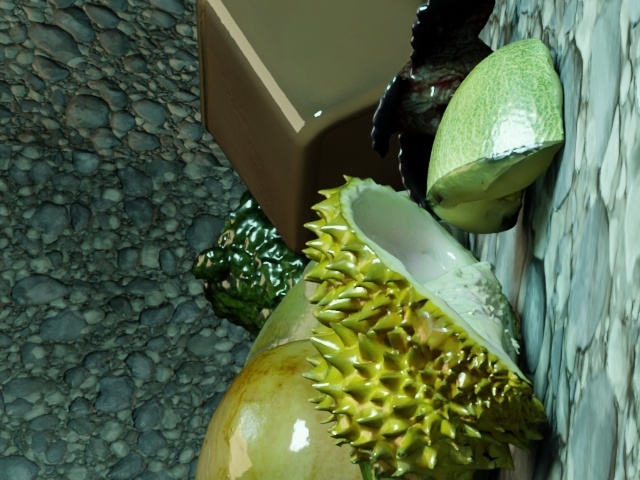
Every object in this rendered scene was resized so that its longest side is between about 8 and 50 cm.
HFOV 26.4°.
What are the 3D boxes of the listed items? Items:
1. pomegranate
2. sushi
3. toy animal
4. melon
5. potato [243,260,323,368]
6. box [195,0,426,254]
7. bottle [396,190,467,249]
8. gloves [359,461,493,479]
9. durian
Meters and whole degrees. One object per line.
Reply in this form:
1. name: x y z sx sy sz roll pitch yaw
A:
1. pomegranate: -0.005 0.230 1.302 0.252 0.229 0.270 -48 15 43
2. sushi: 0.000 0.000 1.906 0.352 0.178 0.294 -53 -20 -19
3. toy animal: 0.102 -0.136 1.187 0.179 0.116 0.218 -86 -5 -63
4. melon: 0.114 -0.075 0.935 0.160 0.079 0.128 95 179 -71
5. potato: 0.024 0.155 1.675 0.202 0.218 0.351 -19 -50 -48
6. box: 0.013 -0.172 1.624 0.229 0.239 0.339 58 163 22
7. bottle: 0.085 0.049 1.256 0.233 0.110 0.110 -86 2 -62
8. gloves: 0.083 0.152 1.025 0.135 0.107 0.268 -16 62 56
9. durian: 0.052 0.062 0.868 0.138 0.183 0.249 -61 5 22
